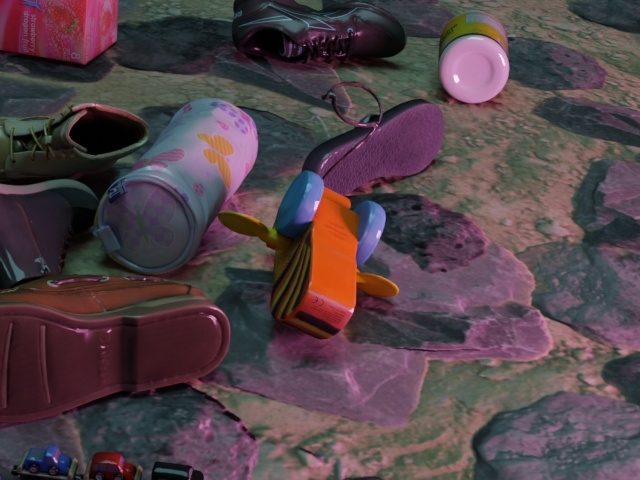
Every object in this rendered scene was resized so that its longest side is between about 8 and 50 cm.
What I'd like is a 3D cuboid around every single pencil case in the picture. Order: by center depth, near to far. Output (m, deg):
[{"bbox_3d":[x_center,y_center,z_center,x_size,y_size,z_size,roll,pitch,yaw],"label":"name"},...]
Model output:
[{"bbox_3d":[-0.155,-0.064,1.598,0.113,0.124,0.273,50,27,-12],"label":"pencil case"}]

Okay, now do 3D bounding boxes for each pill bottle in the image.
[{"bbox_3d":[0.226,-0.279,2.126,0.103,0.103,0.184,8,26,2],"label":"pill bottle"}]

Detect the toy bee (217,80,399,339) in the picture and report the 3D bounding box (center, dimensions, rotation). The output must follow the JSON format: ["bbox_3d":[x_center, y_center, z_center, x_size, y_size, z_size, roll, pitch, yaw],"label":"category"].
[{"bbox_3d":[0.000,0.000,1.501,0.195,0.162,0.298,40,44,-2],"label":"toy bee"}]

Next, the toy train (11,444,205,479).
[{"bbox_3d":[-0.171,0.189,1.164,0.158,0.036,0.027,6,26,0],"label":"toy train"}]

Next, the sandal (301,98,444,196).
[{"bbox_3d":[0.063,-0.120,1.773,0.054,0.097,0.254,27,33,36],"label":"sandal"}]

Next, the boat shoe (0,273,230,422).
[{"bbox_3d":[-0.238,0.088,1.292,0.307,0.111,0.104,1,21,-33],"label":"boat shoe"}]

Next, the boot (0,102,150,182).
[{"bbox_3d":[-0.312,-0.112,1.625,0.213,0.077,0.165,-2,-3,-24],"label":"boot"}]

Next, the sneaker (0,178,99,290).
[{"bbox_3d":[-0.286,0.007,1.485,0.118,0.083,0.222,56,24,14],"label":"sneaker"}]

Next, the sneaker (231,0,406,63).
[{"bbox_3d":[-0.005,-0.302,2.162,0.267,0.101,0.106,8,48,2],"label":"sneaker"}]

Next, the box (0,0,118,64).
[{"bbox_3d":[-0.373,-0.419,2.050,0.154,0.300,0.142,11,25,7],"label":"box"}]
